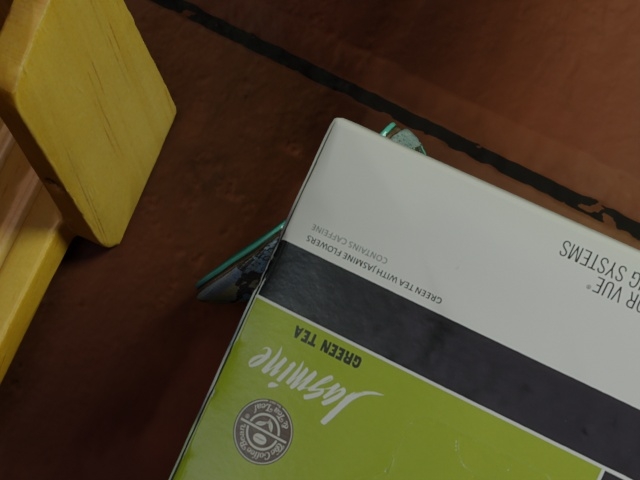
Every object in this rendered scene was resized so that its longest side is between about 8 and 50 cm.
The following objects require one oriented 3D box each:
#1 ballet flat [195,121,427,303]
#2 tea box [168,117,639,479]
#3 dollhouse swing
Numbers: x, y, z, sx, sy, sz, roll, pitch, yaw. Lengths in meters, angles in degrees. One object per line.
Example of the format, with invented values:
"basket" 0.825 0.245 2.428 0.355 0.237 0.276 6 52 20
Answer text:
"ballet flat" 0.000 0.000 1.264 0.188 0.070 0.070 -39 68 15
"tea box" 0.112 0.151 1.090 0.329 0.220 0.324 26 91 21
"dollhouse swing" -0.339 -0.077 1.306 0.346 0.315 0.305 25 70 24
